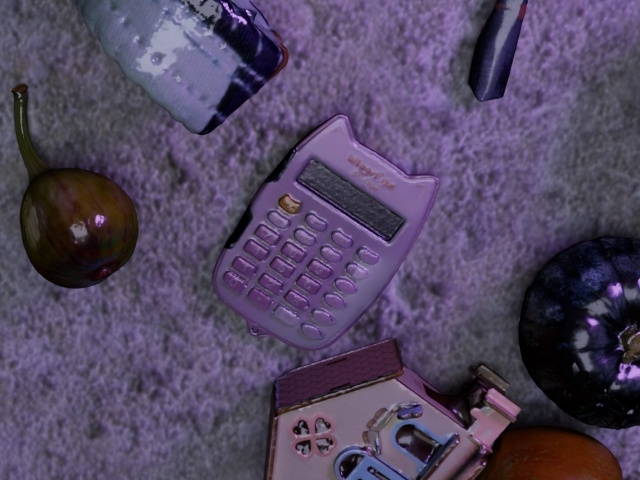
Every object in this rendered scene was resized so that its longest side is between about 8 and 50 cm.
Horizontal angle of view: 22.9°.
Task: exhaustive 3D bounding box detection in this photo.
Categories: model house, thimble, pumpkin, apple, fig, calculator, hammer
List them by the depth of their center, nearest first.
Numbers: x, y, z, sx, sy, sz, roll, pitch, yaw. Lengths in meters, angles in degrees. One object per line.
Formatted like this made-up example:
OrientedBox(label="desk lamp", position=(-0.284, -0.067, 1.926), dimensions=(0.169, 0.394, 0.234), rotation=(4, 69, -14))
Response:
OrientedBox(label="thimble", position=(-0.155, -0.240, 1.734), dimensions=(0.150, 0.237, 0.237), rotation=(-42, 103, 7))
OrientedBox(label="hammer", position=(0.233, -0.295, 1.805), dimensions=(0.137, 0.037, 0.290), rotation=(16, 109, 3))
OrientedBox(label="fig", position=(-0.310, -0.064, 1.841), dimensions=(0.149, 0.149, 0.245), rotation=(-33, 80, 8))
OrientedBox(label="pumpkin", position=(0.348, 0.110, 1.870), dimensions=(0.233, 0.163, 0.233), rotation=(-2, 99, -9))
OrientedBox(label="calculator", position=(0.000, -0.001, 1.898), dimensions=(0.194, 0.043, 0.294), rotation=(33, 107, -11))
OrientedBox(label="apple", position=(0.256, 0.333, 1.902), dimensions=(0.207, 0.237, 0.237), rotation=(3, 106, 5))
OrientedBox(label="model house", position=(0.048, 0.246, 1.904), dimensions=(0.244, 0.169, 0.326), rotation=(38, 103, -9))
